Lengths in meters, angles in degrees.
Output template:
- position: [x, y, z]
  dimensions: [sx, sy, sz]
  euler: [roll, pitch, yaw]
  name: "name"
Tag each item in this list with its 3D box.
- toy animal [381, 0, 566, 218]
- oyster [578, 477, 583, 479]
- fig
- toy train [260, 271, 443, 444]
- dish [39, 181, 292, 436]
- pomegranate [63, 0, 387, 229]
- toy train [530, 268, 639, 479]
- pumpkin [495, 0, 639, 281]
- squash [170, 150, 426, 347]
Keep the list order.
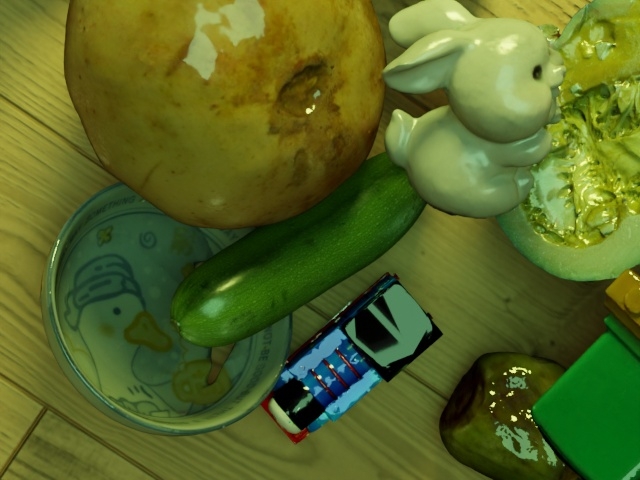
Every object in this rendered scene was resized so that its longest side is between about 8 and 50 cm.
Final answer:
- position: [0.143, -0.127, 1.526]
  dimensions: [0.178, 0.127, 0.193]
  euler: [9, 128, 11]
  name: "toy animal"
- position: [0.290, 0.368, 1.738]
  dimensions: [0.361, 0.096, 0.221]
  euler: [-18, 102, -1]
  name: "oyster"
- position: [0.218, 0.198, 1.692]
  dimensions: [0.166, 0.154, 0.144]
  euler: [48, 133, 26]
  name: "fig"
- position: [0.026, 0.126, 1.674]
  dimensions: [0.204, 0.131, 0.083]
  euler: [-41, 97, -1]
  name: "toy train"
- position: [-0.177, 0.081, 1.656]
  dimensions: [0.273, 0.134, 0.273]
  euler: [10, 68, -27]
  name: "dish"
- position: [-0.105, -0.179, 1.567]
  dimensions: [0.338, 0.338, 0.338]
  euler: [0, 94, -5]
  name: "pomegranate"
- position: [0.357, 0.151, 1.585]
  dimensions: [0.249, 0.429, 0.178]
  euler: [-45, 67, 5]
  name: "toy train"
- position: [0.320, -0.109, 1.653]
  dimensions: [0.293, 0.197, 0.263]
  euler: [-36, 78, 18]
  name: "pumpkin"
- position: [0.000, 0.000, 1.638]
  dimensions: [0.378, 0.101, 0.101]
  euler: [-35, 97, -28]
  name: "squash"
